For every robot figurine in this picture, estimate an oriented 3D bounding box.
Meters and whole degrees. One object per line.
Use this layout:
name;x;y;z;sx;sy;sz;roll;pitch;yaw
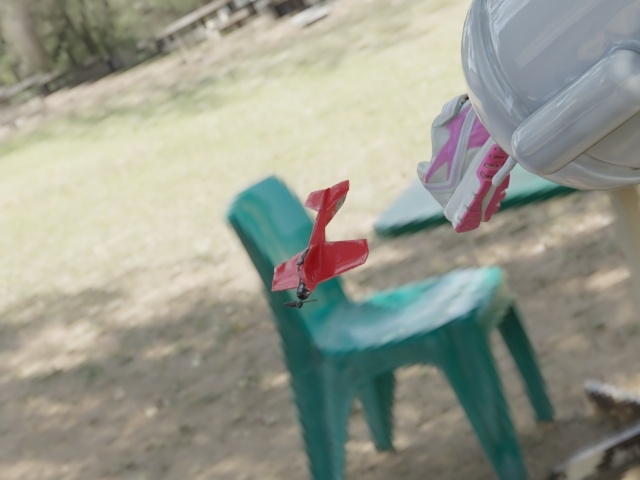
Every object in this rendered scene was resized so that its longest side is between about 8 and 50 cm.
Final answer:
robot figurine;0.233;-0.165;1.174;0.300;0.200;0.353;-50;3;-39

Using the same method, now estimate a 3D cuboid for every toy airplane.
toy airplane;0.000;0.000;1.597;0.151;0.028;0.151;-38;33;30

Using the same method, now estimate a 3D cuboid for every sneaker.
sneaker;0.188;-0.138;1.907;0.103;0.111;0.252;-4;-52;-59
